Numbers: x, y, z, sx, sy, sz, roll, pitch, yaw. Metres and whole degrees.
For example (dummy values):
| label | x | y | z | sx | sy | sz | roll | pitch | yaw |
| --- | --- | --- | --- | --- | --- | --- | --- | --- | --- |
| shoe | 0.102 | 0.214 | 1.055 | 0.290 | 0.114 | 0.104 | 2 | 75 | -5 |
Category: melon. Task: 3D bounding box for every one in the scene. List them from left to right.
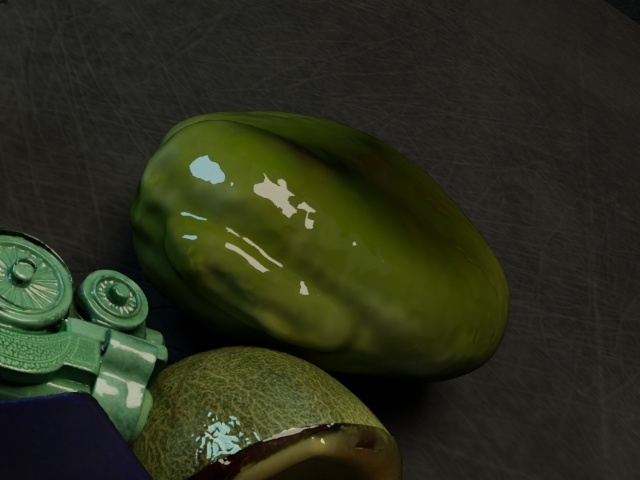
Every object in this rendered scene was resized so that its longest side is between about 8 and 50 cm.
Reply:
| label | x | y | z | sx | sy | sz | roll | pitch | yaw |
| --- | --- | --- | --- | --- | --- | --- | --- | --- | --- |
| melon | -0.030 | 0.091 | 0.733 | 0.160 | 0.079 | 0.128 | 6 | 34 | -44 |

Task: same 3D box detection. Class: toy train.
| label | x | y | z | sx | sy | sz | roll | pitch | yaw |
| --- | --- | --- | --- | --- | --- | --- | --- | --- | --- |
| toy train | -0.157 | 0.047 | 0.670 | 0.178 | 0.071 | 0.104 | 21 | 37 | -24 |

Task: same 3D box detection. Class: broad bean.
| label | x | y | z | sx | sy | sz | roll | pitch | yaw |
| --- | --- | --- | --- | --- | --- | --- | --- | --- | --- |
| broad bean | 0.000 | -0.001 | 0.864 | 0.291 | 0.119 | 0.238 | 10 | 26 | -50 |

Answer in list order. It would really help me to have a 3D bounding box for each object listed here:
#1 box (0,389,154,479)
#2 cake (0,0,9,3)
| label | x | y | z | sx | sy | sz | roll | pitch | yaw |
| --- | --- | --- | --- | --- | --- | --- | --- | --- | --- |
| box | -0.096 | 0.173 | 0.521 | 0.168 | 0.071 | 0.259 | -1 | 44 | -51 |
| cake | -0.275 | -0.147 | 0.794 | 0.147 | 0.135 | 0.134 | 42 | 26 | 4 |
